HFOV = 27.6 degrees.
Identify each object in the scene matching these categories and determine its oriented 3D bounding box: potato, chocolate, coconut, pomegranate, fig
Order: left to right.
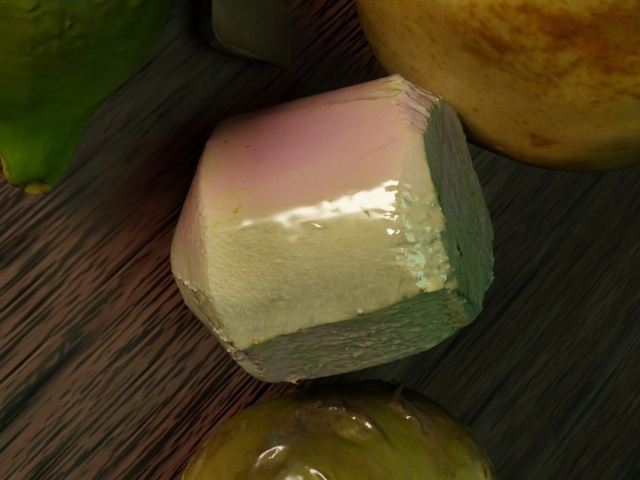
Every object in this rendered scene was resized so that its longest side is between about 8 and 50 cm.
[{"bbox_3d":[-0.179,-0.151,0.827,0.206,0.206,0.275,-33,139,-36],"label":"fig"},{"bbox_3d":[-0.063,-0.173,1.039,0.100,0.031,0.065,9,79,-52],"label":"chocolate"},{"bbox_3d":[0.000,0.000,1.016,0.233,0.245,0.233,-13,90,-69],"label":"coconut"},{"bbox_3d":[0.020,0.206,1.102,0.299,0.246,0.196,-42,134,-37],"label":"potato"},{"bbox_3d":[0.204,-0.264,1.050,0.416,0.416,0.417,-18,116,-43],"label":"pomegranate"}]
